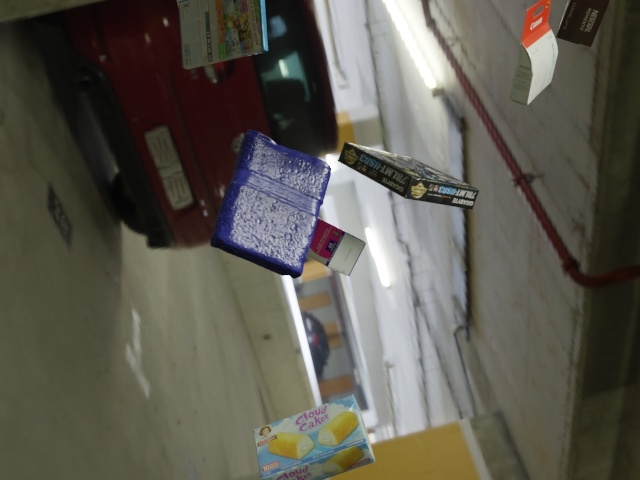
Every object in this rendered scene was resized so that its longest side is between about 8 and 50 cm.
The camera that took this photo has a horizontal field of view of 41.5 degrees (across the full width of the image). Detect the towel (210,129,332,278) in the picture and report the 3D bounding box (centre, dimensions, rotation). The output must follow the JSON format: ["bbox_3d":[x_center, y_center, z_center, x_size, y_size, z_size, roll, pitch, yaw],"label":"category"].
[{"bbox_3d":[-0.112,-0.080,1.926,0.076,0.227,0.308,-43,-152,58],"label":"towel"}]

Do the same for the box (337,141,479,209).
[{"bbox_3d":[0.249,-0.183,2.392,0.295,0.293,0.073,32,-70,44],"label":"box"}]

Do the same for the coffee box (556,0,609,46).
[{"bbox_3d":[0.727,-0.645,2.312,0.246,0.098,0.141,-59,166,-51],"label":"coffee box"}]

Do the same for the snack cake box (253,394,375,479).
[{"bbox_3d":[-0.018,0.490,2.023,0.152,0.264,0.089,-107,176,-49],"label":"snack cake box"}]

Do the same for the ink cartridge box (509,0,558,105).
[{"bbox_3d":[0.547,-0.477,2.107,0.189,0.066,0.232,-40,148,-46],"label":"ink cartridge box"}]

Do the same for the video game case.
[{"bbox_3d":[-0.165,-0.361,1.420,0.015,0.166,0.119,2,83,-62],"label":"video game case"}]

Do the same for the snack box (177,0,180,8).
[{"bbox_3d":[-0.208,-0.468,1.720,0.022,0.178,0.064,-53,-141,36],"label":"snack box"}]

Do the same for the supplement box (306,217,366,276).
[{"bbox_3d":[0.000,0.000,2.403,0.220,0.111,0.114,27,1,40],"label":"supplement box"}]
